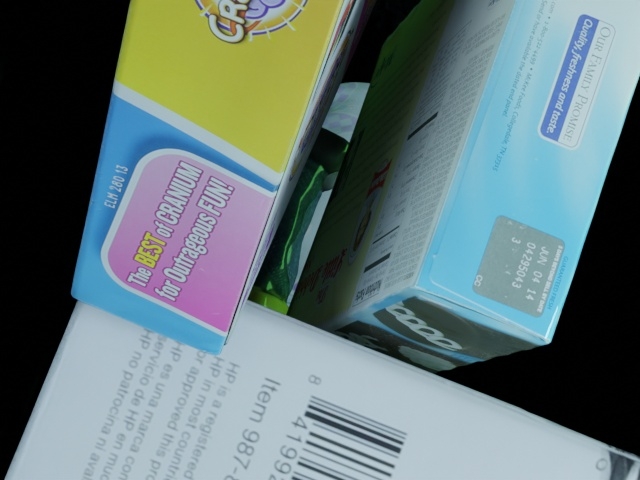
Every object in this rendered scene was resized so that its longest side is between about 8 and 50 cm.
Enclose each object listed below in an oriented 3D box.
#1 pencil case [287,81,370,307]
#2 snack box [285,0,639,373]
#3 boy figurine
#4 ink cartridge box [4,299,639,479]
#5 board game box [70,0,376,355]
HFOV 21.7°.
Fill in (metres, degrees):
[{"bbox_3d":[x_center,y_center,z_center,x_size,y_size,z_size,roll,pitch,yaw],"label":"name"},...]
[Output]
[{"bbox_3d":[0.000,0.000,1.208,0.124,0.113,0.273,-36,-160,36],"label":"pencil case"},{"bbox_3d":[0.057,-0.035,0.752,0.322,0.060,0.187,144,-33,-77],"label":"snack box"},{"bbox_3d":[-0.065,0.069,0.946,0.177,0.092,0.285,111,2,-83],"label":"boy figurine"},{"bbox_3d":[0.041,0.213,0.715,0.166,0.395,0.285,106,6,-82],"label":"ink cartridge box"},{"bbox_3d":[0.003,-0.143,0.589,0.316,0.064,0.242,111,1,-50],"label":"board game box"}]
